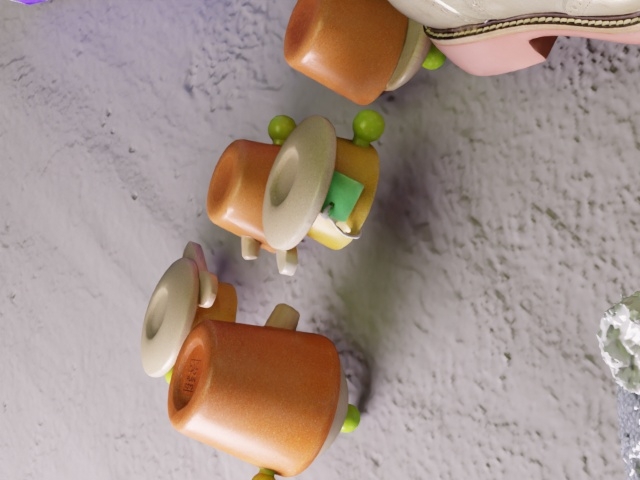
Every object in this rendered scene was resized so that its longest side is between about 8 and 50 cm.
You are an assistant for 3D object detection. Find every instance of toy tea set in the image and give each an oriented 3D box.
[{"bbox_3d":[0.000,0.000,1.131,0.336,0.124,0.200,-62,24,22],"label":"toy tea set"}]

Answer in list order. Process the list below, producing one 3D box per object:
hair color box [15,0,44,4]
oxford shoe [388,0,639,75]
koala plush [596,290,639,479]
[{"bbox_3d":[-0.133,-0.291,1.244,0.338,0.110,0.185,-4,82,42],"label":"hair color box"},{"bbox_3d":[0.128,-0.187,0.894,0.397,0.146,0.140,-19,42,60],"label":"oxford shoe"},{"bbox_3d":[0.232,0.120,0.862,0.203,0.196,0.221,-46,59,15],"label":"koala plush"}]
